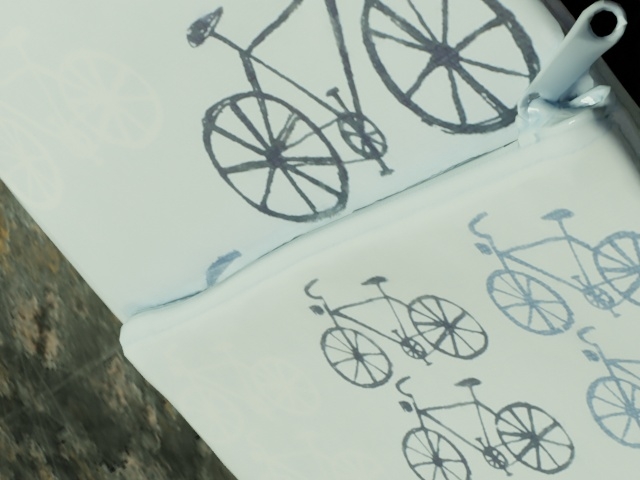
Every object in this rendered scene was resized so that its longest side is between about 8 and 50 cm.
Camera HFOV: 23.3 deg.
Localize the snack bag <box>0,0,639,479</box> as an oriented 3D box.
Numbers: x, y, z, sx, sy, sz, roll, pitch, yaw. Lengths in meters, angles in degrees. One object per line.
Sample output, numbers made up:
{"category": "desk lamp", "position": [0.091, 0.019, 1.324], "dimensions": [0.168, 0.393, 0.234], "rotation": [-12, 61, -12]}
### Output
{"category": "snack bag", "position": [0.000, 0.000, 0.558], "dimensions": [0.342, 0.037, 0.323], "rotation": [51, 144, -10]}
